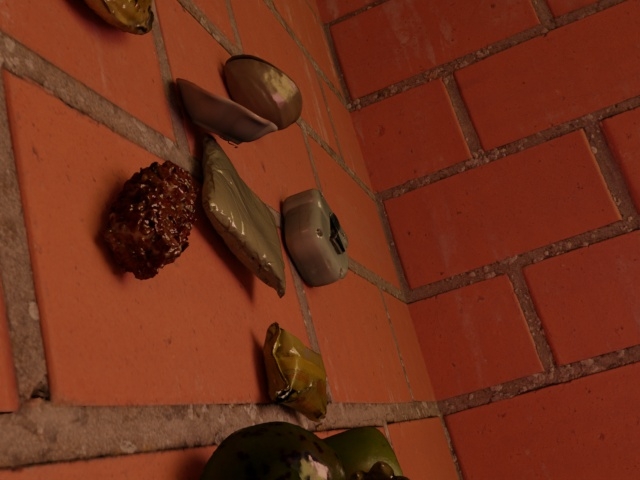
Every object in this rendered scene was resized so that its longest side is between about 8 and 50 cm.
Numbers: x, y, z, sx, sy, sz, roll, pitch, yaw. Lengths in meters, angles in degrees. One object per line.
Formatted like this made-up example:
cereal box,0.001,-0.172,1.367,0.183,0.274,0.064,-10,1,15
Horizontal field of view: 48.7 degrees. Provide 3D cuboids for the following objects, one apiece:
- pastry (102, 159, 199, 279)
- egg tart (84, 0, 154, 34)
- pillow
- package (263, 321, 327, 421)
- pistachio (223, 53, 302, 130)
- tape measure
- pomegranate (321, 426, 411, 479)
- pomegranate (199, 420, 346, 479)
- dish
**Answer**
pastry,-0.250,-0.037,1.054,0.115,0.097,0.208,55,22,-34
egg tart,-0.360,-0.520,1.205,0.341,0.132,0.341,60,15,-29
pillow,-0.163,-0.051,1.448,0.280,0.076,0.274,54,13,-37
package,-0.048,0.271,1.413,0.226,0.090,0.168,45,32,-54
pistachio,-0.149,-0.378,1.809,0.238,0.153,0.137,33,20,-23
tape measure,0.000,-0.001,1.876,0.246,0.125,0.243,-96,160,-46
pomegranate,0.045,0.466,1.172,0.358,0.216,0.309,89,-13,-59
pomegranate,-0.075,0.352,1.023,0.211,0.211,0.263,65,-9,-20
dish,-0.204,-0.249,1.457,0.229,0.081,0.229,26,5,-2
